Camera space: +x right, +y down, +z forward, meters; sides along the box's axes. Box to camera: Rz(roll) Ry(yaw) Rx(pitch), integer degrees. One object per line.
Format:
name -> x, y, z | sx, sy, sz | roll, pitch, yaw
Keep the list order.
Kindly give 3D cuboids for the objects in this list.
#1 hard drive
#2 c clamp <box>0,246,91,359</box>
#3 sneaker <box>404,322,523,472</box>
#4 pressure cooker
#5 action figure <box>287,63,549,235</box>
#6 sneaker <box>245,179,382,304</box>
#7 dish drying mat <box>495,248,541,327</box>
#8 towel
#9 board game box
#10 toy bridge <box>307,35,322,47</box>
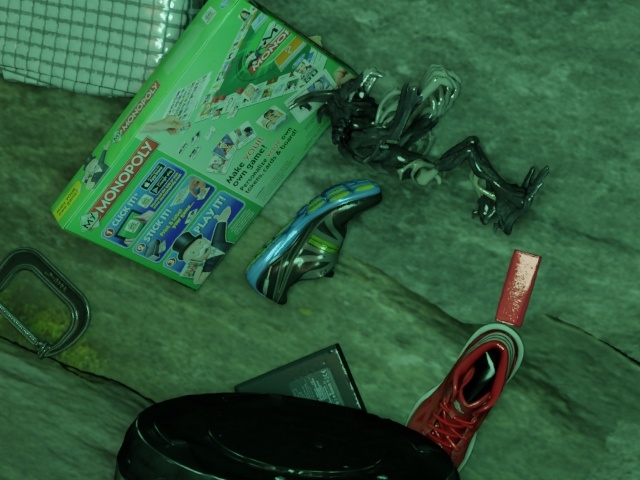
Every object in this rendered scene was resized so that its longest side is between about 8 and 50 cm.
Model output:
hard drive -> -0.023, 0.188, 1.708 | 0.135, 0.022, 0.094 | -23, 86, 14
c clamp -> -0.361, 0.084, 1.797 | 0.160, 0.022, 0.137 | 37, 95, 12
sneaker -> 0.139, 0.191, 1.611 | 0.087, 0.128, 0.221 | 28, 98, 12
pressure cooker -> -0.061, 0.399, 1.535 | 0.370, 0.375, 0.421 | 21, 106, 54
action figure -> 0.110, -0.122, 1.595 | 0.275, 0.164, 0.141 | 29, 98, -1
sneaker -> 0.000, 0.000, 1.683 | 0.188, 0.067, 0.078 | -42, 103, 10
dish drying mat -> 0.221, 0.054, 1.648 | 0.032, 0.008, 0.083 | 16, 95, 13
towel -> -0.267, -0.291, 1.707 | 0.283, 0.121, 0.235 | 11, 103, 19
board game box -> -0.123, -0.108, 1.635 | 0.317, 0.213, 0.046 | -51, 44, 10
toy bridge -> -0.082, -0.210, 1.658 | 0.188, 0.026, 0.063 | -16, 88, -23
